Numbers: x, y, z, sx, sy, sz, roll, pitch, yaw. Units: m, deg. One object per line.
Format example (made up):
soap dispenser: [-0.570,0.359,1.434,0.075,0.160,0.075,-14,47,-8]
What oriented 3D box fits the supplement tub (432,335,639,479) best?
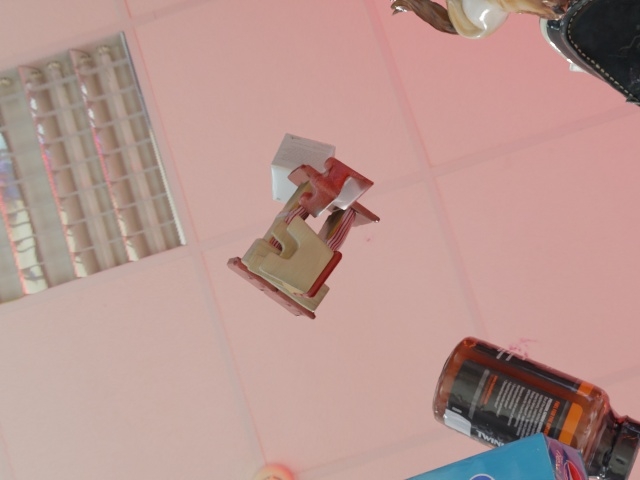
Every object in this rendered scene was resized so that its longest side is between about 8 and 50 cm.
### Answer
supplement tub: [0.224,0.181,0.682,0.197,0.106,0.106,20,-92,30]

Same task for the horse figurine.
horse figurine: [0.156,-0.272,0.681,0.066,0.263,0.174,-43,-85,-8]

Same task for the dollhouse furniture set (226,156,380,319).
dollhouse furniture set: [0.000,0.000,0.937,0.152,0.374,0.201,36,-100,-11]

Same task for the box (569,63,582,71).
box: [0.572,-0.473,1.294,0.113,0.094,0.275,9,-102,15]

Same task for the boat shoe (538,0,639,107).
boat shoe: [0.527,-0.225,0.890,0.499,0.187,0.156,24,-135,-12]

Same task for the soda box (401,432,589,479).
soda box: [0.126,0.239,0.572,0.210,0.067,0.071,-34,-136,32]

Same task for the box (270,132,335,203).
box: [-0.032,-0.124,1.207,0.101,0.101,0.087,16,-123,9]
